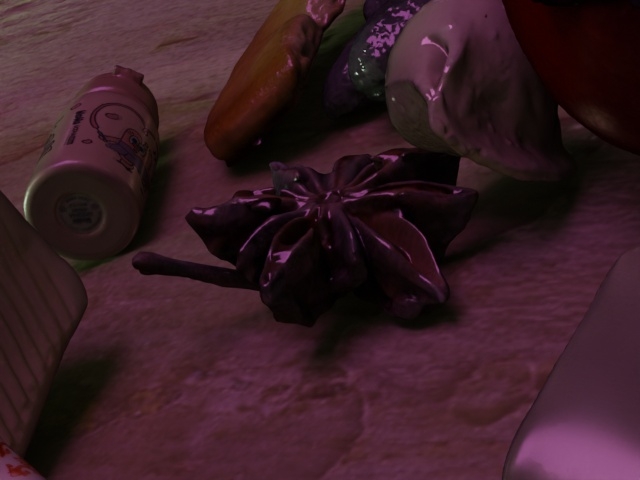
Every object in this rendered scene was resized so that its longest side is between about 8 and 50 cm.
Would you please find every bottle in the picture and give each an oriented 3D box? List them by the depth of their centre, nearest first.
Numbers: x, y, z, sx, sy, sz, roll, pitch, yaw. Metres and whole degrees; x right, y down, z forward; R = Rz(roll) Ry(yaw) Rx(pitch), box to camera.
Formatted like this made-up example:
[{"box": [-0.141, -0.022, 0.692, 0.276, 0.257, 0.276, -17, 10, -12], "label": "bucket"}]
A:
[{"box": [-0.191, -0.068, 1.397, 0.209, 0.097, 0.110, -84, 15, -60], "label": "bottle"}]

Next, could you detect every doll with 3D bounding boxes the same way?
[{"box": [0.111, -0.249, 1.319, 0.340, 0.158, 0.246, -41, 9, -15], "label": "doll"}]

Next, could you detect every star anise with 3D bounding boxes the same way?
[{"box": [-0.001, 0.000, 1.082, 0.231, 0.089, 0.209, -1, 26, 35], "label": "star anise"}]

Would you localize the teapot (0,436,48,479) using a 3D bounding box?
[{"box": [-0.191, 0.214, 0.869, 0.159, 0.116, 0.246, -24, 40, 50], "label": "teapot"}]

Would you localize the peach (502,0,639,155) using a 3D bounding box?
[{"box": [0.246, -0.173, 1.001, 0.257, 0.201, 0.362, -21, 32, 12], "label": "peach"}]

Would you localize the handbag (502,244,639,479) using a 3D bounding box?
[{"box": [0.248, 0.082, 0.676, 0.315, 0.109, 0.241, -1, 39, 38], "label": "handbag"}]

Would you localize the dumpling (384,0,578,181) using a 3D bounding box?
[{"box": [0.115, -0.094, 1.062, 0.111, 0.155, 0.181, -32, 26, 51], "label": "dumpling"}]

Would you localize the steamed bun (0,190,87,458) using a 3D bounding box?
[{"box": [-0.349, 0.114, 1.070, 0.236, 0.247, 0.383, -21, 31, 41], "label": "steamed bun"}]

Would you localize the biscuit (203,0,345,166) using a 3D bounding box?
[{"box": [-0.027, -0.179, 1.410, 0.154, 0.045, 0.299, -41, 18, 43], "label": "biscuit"}]
